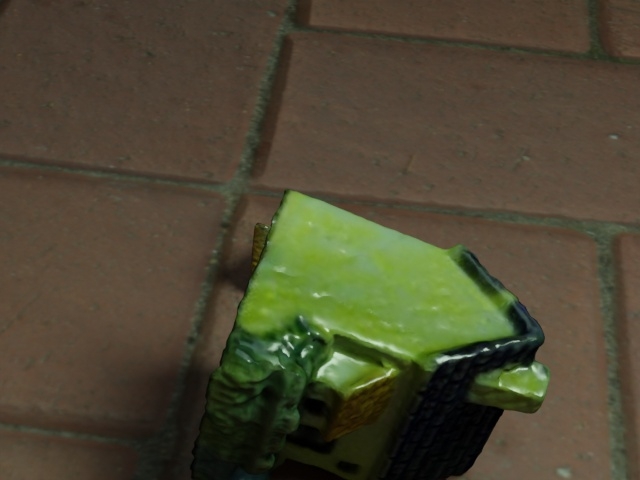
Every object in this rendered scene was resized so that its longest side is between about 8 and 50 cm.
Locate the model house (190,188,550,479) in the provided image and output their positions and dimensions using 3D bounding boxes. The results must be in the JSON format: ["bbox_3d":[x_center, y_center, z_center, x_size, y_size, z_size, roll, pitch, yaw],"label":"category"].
[{"bbox_3d":[0.036,0.107,1.116,0.211,0.194,0.170,18,49,1],"label":"model house"}]

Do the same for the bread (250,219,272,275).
[{"bbox_3d":[0.000,0.000,1.353,0.084,0.080,0.109,17,39,15],"label":"bread"}]
